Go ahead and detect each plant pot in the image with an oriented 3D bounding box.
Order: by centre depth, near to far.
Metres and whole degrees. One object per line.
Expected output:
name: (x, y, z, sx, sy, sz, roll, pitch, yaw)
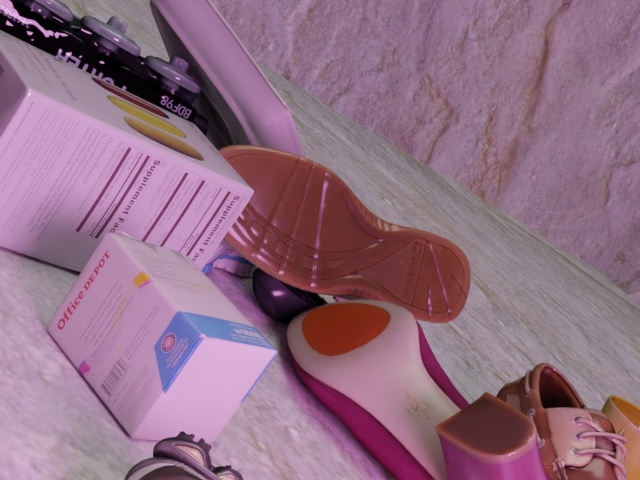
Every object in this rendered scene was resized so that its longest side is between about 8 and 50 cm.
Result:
plant pot: (0.376, 0.266, 1.413, 0.134, 0.095, 0.134, 33, 12, -8)

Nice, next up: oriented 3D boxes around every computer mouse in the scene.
computer mouse: (-0.007, 0.076, 1.277, 0.071, 0.041, 0.242, 53, 13, 32)

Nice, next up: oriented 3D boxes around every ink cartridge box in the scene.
ink cartridge box: (-0.122, 0.066, 0.857, 0.143, 0.092, 0.090, 44, 15, 34)

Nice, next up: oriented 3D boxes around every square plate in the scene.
square plate: (-0.111, -0.161, 1.449, 0.344, 0.049, 0.347, 54, -11, 30)

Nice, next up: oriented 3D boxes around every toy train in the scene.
toy train: (-0.287, -0.208, 1.381, 0.334, 0.142, 0.190, 28, 5, -30)

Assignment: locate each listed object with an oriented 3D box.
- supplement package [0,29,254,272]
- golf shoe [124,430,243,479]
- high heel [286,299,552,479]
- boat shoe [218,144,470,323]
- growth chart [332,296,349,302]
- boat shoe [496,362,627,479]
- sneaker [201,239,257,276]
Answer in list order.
supplement package: (-0.205, -0.061, 1.017, 0.244, 0.134, 0.139, 23, 17, -44)
golf shoe: (-0.034, 0.197, 0.674, 0.198, 0.077, 0.094, 29, 23, 3)
high heel: (0.083, 0.183, 1.059, 0.377, 0.127, 0.181, 37, -32, 59)
boat shoe: (0.000, 0.000, 1.227, 0.342, 0.123, 0.123, 21, -11, -32)
growth chart: (0.080, 0.124, 1.271, 0.172, 0.021, 0.237, 38, 13, -33)
boat shoe: (0.252, 0.223, 1.196, 0.123, 0.116, 0.324, 30, 13, -22)
sneaker: (-0.107, -0.013, 1.224, 0.071, 0.083, 0.190, 41, 15, 19)
